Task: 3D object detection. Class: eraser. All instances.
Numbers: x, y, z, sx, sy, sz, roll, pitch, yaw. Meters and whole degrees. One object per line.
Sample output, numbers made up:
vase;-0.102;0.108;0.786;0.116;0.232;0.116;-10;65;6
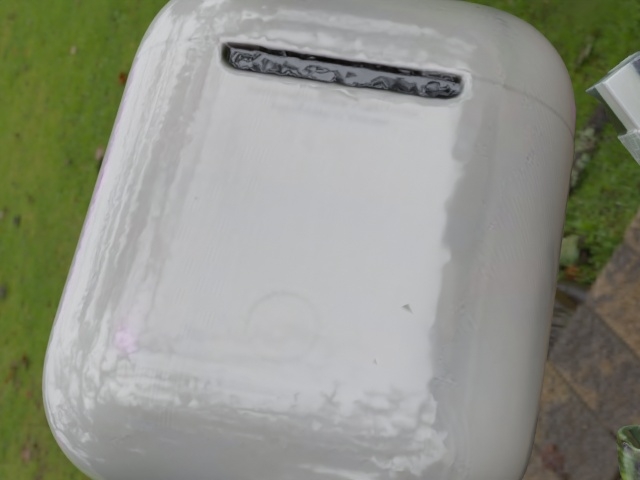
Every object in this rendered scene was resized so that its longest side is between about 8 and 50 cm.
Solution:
eraser;0.544;-0.085;1.657;0.098;0.404;0.096;-38;1;-4

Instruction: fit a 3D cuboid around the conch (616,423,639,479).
conch;0.386;0.265;1.204;0.187;0.181;0.124;17;86;22

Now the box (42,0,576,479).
box;0.000;-0.001;0.708;0.141;0.289;0.349;81;-160;-64
